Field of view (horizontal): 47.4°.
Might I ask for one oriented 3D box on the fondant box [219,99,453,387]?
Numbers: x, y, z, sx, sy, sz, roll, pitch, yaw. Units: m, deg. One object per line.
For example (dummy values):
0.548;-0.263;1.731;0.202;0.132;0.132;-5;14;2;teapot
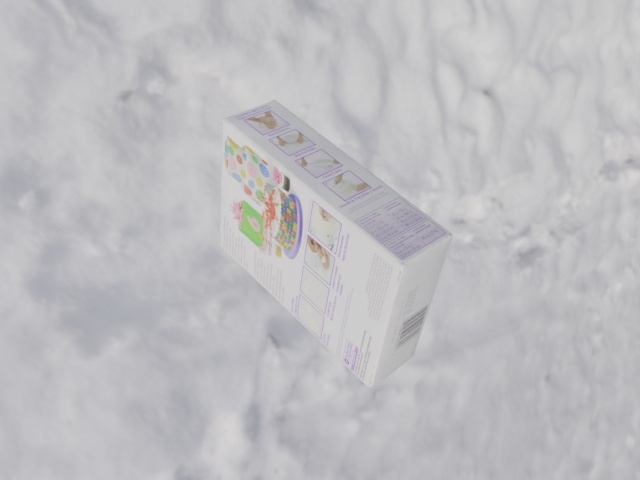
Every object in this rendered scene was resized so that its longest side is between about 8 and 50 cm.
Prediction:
0.000;0.000;0.968;0.096;0.330;0.238;-30;146;-33;fondant box
